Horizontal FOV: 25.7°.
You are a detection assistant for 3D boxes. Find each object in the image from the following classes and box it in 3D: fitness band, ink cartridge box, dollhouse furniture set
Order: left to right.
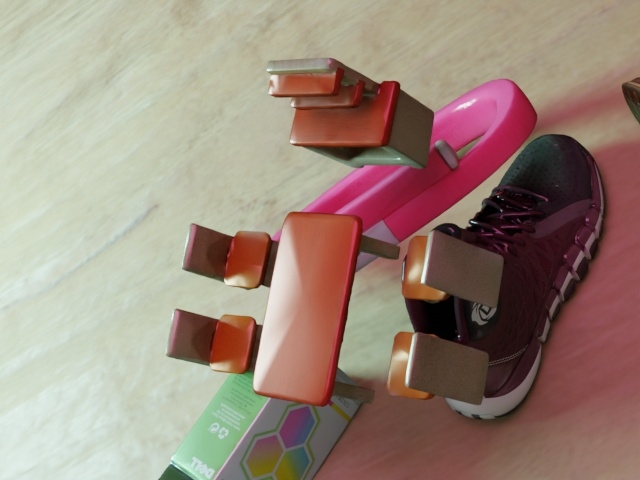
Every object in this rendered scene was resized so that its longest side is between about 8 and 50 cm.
[{"bbox_3d":[-0.059,0.188,1.245,0.062,0.109,0.209,24,74,44],"label":"ink cartridge box"},{"bbox_3d":[0.000,0.000,1.113,0.262,0.135,0.259,3,79,40],"label":"dollhouse furniture set"},{"bbox_3d":[0.067,-0.051,1.293,0.291,0.054,0.209,-34,11,16],"label":"fitness band"}]

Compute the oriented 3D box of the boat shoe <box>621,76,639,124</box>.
[{"bbox_3d":[0.325,-0.115,1.217,0.060,0.064,0.178,-34,22,-8],"label":"boat shoe"}]

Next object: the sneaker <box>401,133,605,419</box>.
[{"bbox_3d":[0.153,-0.001,1.197,0.106,0.162,0.281,3,61,36],"label":"sneaker"}]
